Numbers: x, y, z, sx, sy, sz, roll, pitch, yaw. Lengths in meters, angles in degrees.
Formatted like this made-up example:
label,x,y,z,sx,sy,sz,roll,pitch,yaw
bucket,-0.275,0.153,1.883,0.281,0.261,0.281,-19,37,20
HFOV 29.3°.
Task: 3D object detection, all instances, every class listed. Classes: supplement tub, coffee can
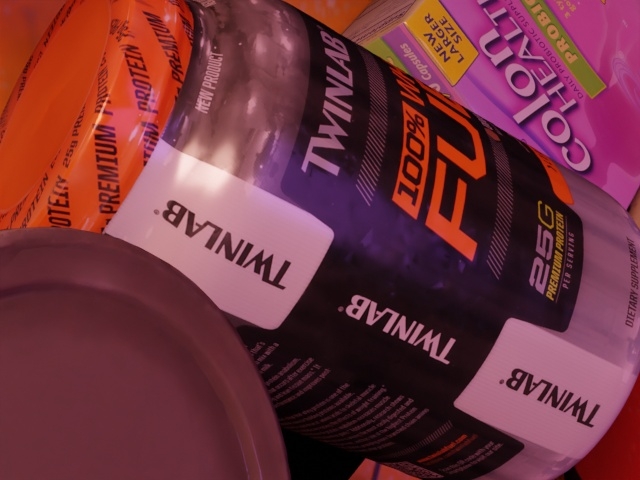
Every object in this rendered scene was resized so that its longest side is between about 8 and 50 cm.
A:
label,x,y,z,sx,sy,sz,roll,pitch,yaw
supplement tub,0.000,0.000,0.670,0.338,0.207,0.207,25,68,-29
coffee can,-0.177,0.102,0.435,0.202,0.275,0.201,4,84,-50

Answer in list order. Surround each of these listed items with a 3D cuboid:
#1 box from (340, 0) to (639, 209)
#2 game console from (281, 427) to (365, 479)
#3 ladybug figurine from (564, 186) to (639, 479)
label,x,y,z,sx,sy,sz,roll,pitch,yaw
box,0.138,-0.116,0.897,0.213,0.117,0.243,51,50,-14
game console,0.032,0.196,0.851,0.213,0.044,0.361,-45,121,-41
ladybug figurine,0.282,0.120,1.009,0.305,0.162,0.449,-60,146,-63
